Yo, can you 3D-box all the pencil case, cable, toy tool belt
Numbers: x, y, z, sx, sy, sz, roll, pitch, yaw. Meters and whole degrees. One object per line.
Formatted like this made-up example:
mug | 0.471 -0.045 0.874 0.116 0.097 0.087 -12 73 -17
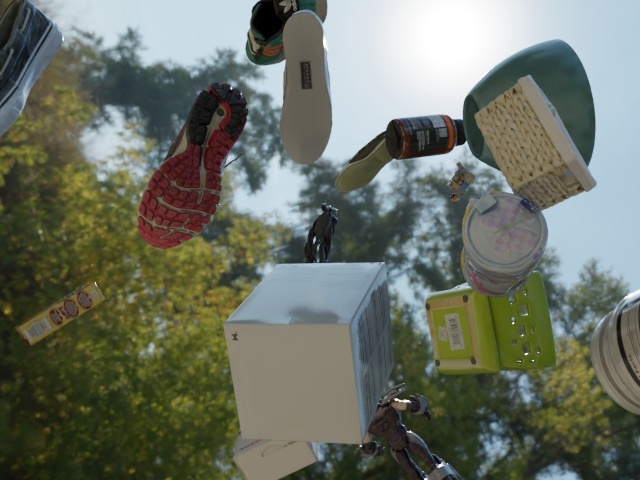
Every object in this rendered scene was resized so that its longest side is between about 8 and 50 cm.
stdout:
pencil case | 0.268 0.012 1.203 0.124 0.113 0.273 40 -3 17
cable | 0.000 0.000 2.057 0.150 0.047 0.185 47 56 -76
toy tool belt | 0.304 -0.130 1.775 0.051 0.083 0.052 38 -10 -11

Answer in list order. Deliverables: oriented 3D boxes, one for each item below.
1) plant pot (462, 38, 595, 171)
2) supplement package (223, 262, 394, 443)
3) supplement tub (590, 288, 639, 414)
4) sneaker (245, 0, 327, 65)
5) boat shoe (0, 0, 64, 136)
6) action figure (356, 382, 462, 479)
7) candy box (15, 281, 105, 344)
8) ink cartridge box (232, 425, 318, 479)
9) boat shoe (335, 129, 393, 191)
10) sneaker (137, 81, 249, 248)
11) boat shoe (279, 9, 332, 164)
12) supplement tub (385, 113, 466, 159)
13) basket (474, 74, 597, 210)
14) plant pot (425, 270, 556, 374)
plant pot | 0.406 -0.251 1.634 0.290 0.195 0.291 169 -90 -85
supplement package | -0.007 0.171 1.284 0.263 0.199 0.198 -50 136 -66
supplement tub | 0.528 0.133 1.106 0.191 0.191 0.272 67 -26 16
sneaker | -0.107 -0.443 1.648 0.302 0.121 0.108 -21 -98 60
boat shoe | -0.568 -0.282 1.365 0.121 0.335 0.119 -8 -40 32
action figure | 0.170 0.417 1.633 0.185 0.099 0.285 -44 -105 23
candy box | -0.584 0.164 1.786 0.053 0.186 0.109 59 -24 -9
ink cartridge box | -0.087 0.398 1.613 0.086 0.148 0.203 62 6 -11
boat shoe | 0.133 -0.222 2.221 0.081 0.227 0.069 43 20 -29
sneaker | -0.211 -0.118 1.354 0.120 0.299 0.112 30 -15 -12
boat shoe | -0.026 -0.272 1.411 0.088 0.096 0.268 -74 161 -66
supplement tub | 0.269 -0.262 1.994 0.106 0.197 0.106 172 -90 -68
basket | 0.313 -0.137 1.171 0.113 0.103 0.167 31 35 -50
plant pot | 0.383 0.201 1.853 0.227 0.207 0.228 -16 -99 57
